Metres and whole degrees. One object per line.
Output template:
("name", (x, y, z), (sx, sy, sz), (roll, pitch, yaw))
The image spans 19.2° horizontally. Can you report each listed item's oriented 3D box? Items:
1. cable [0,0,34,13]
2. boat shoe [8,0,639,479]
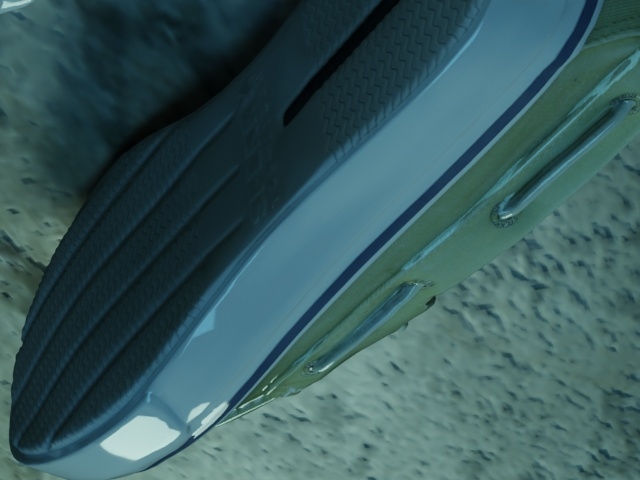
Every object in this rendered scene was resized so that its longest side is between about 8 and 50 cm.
("cable", (-0.052, -0.169, 0.372), (0.257, 0.089, 0.257), (-11, 143, 17))
("boat shoe", (0.000, 0.000, 0.607), (0.094, 0.109, 0.302), (20, 139, -30))
